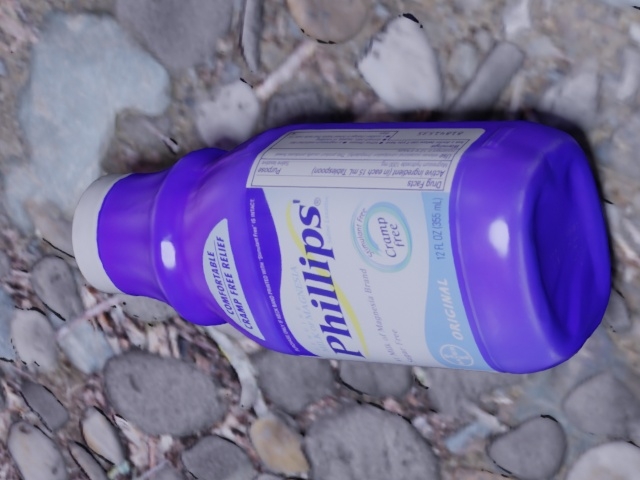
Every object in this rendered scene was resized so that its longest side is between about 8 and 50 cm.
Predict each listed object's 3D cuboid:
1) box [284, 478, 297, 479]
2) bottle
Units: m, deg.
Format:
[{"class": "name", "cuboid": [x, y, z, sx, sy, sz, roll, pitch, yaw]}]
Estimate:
[{"class": "box", "cuboid": [0.022, 0.276, 1.005, 0.148, 0.127, 0.232, 9, 122, 32]}, {"class": "bottle", "cuboid": [0.000, 0.000, 0.872, 0.282, 0.092, 0.118, 3, 120, 35]}]
